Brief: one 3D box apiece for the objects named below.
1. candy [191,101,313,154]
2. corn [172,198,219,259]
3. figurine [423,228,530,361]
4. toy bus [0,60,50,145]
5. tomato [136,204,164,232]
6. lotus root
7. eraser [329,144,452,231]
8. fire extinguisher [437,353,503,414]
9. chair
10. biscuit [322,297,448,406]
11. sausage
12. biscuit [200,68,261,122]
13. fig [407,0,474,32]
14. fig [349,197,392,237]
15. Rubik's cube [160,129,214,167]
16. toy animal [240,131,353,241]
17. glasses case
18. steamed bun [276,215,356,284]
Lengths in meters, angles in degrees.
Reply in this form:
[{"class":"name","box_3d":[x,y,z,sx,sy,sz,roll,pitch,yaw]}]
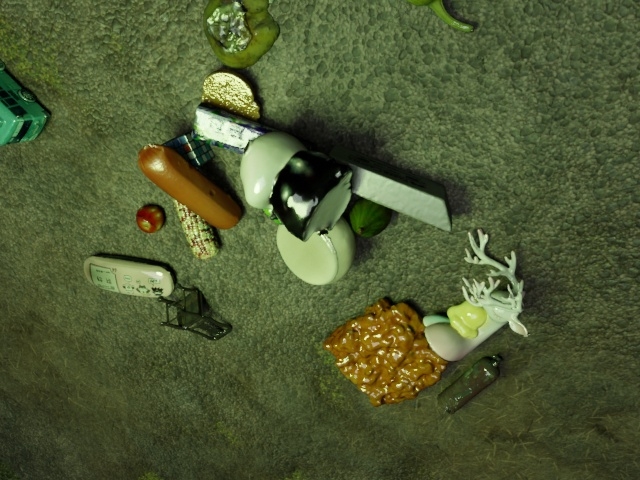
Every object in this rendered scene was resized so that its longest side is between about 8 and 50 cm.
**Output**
[{"class":"candy","box_3d":[-0.175,-0.262,1.235,0.312,0.061,0.088,18,120,-8]},{"class":"corn","box_3d":[-0.374,-0.063,1.403,0.086,0.086,0.254,-10,111,19]},{"class":"figurine","box_3d":[0.412,0.171,1.254,0.284,0.206,0.315,40,114,-19]},{"class":"toy bus","box_3d":[-0.924,-0.399,1.348,0.128,0.147,0.256,-38,101,29]},{"class":"tomato","box_3d":[-0.520,-0.063,1.447,0.087,0.075,0.087,5,120,10]},{"class":"lotus root","box_3d":[-0.203,-0.516,1.142,0.183,0.078,0.203,42,117,-9]},{"class":"eraser","box_3d":[0.182,-0.137,1.205,0.352,0.111,0.077,23,117,3]},{"class":"fire extinguisher","box_3d":[0.453,0.420,1.421,0.268,0.089,0.072,-53,50,29]},{"class":"chair","box_3d":[-0.408,0.242,1.568,0.106,0.113,0.229,-33,142,23]},{"class":"biscuit","box_3d":[0.207,0.339,1.434,0.312,0.110,0.318,45,118,-8]},{"class":"sausage","box_3d":[-0.339,-0.132,1.279,0.097,0.094,0.348,-24,140,23]},{"class":"biscuit","box_3d":[-0.229,-0.357,1.241,0.170,0.050,0.170,4,127,5]},{"class":"fig","box_3d":[0.245,-0.534,1.010,0.149,0.149,0.245,-27,125,25]},{"class":"fig","box_3d":[0.117,-0.058,1.227,0.117,0.177,0.117,8,108,26]},{"class":"Rubik's cube","box_3d":[-0.364,-0.244,1.306,0.092,0.092,0.092,-16,110,21]},{"class":"toy animal","box_3d":[-0.071,-0.129,1.128,0.266,0.212,0.213,31,122,25]},{"class":"glasses case","box_3d":[-0.626,0.117,1.560,0.314,0.075,0.122,8,119,9]},{"class":"steamed bun","box_3d":[0.000,0.000,1.295,0.231,0.145,0.232,23,130,30]}]
